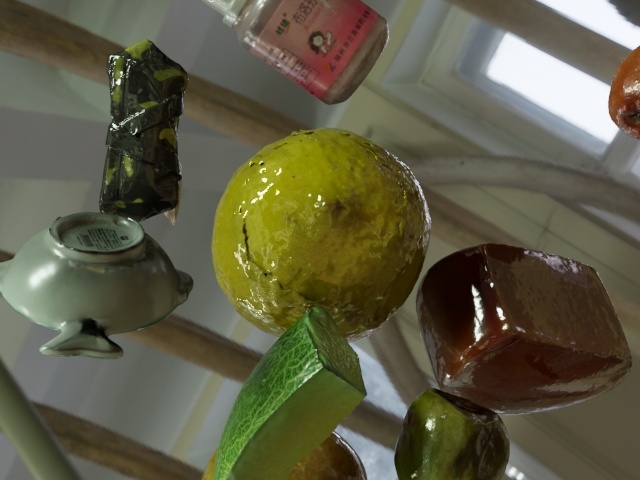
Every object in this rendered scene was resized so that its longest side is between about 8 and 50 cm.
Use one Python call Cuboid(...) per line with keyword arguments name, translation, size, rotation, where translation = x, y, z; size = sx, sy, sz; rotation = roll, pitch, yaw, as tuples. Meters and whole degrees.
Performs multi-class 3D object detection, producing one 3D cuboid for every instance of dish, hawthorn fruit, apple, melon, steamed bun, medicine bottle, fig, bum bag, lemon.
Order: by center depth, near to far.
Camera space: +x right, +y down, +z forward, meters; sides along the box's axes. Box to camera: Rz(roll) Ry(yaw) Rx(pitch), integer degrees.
Cuboid(name="dish", translation=(-0.249, 0.029, 0.991), size=(0.224, 0.246, 0.078), rotation=(5, -63, -12))
Cuboid(name="melon", translation=(-0.065, 0.249, 1.139), size=(0.323, 0.124, 0.196), rotation=(-57, 5, 14))
Cuboid(name="bum bag", translation=(-0.224, -0.138, 1.143), size=(0.060, 0.107, 0.232), rotation=(-67, -17, -85))
Cuboid(name="fig", translation=(0.164, 0.280, 1.150), size=(0.154, 0.144, 0.165), rotation=(84, -153, -45))
Cuboid(name="medicine bottle", translation=(-0.040, -0.297, 1.194), size=(0.147, 0.247, 0.147), rotation=(-54, 12, 16))
Cuboid(name="apple", translation=(-0.058, 0.399, 1.381), size=(0.264, 0.264, 0.264), rotation=(-39, -31, -28))
Cuboid(name="lemon", translation=(0.000, 0.000, 1.426), size=(0.350, 0.350, 0.387), rotation=(-48, -3, -12))
Cuboid(name="steamed bun", translation=(0.321, 0.164, 1.509), size=(0.379, 0.235, 0.248), rotation=(12, -40, -35))
Cuboid(name="hawthorn fruit", translation=(0.589, -0.260, 1.573), size=(0.189, 0.189, 0.189), rotation=(-39, -31, -28))

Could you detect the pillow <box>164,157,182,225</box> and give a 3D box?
Cuboid(name="pillow", translation=(-0.273, -0.134, 1.459), size=(0.034, 0.211, 0.135), rotation=(-16, -38, -27))
